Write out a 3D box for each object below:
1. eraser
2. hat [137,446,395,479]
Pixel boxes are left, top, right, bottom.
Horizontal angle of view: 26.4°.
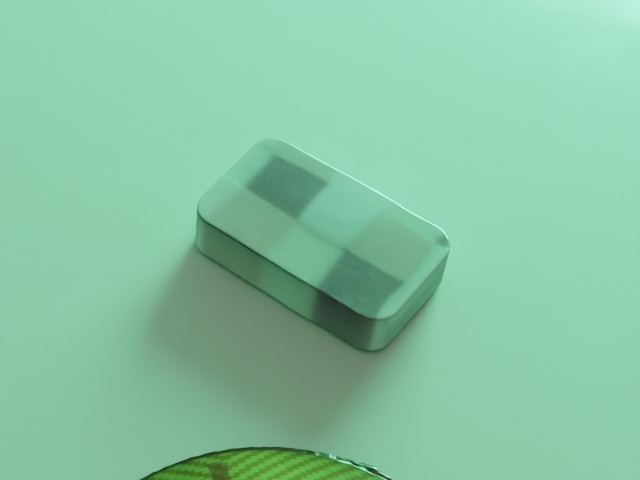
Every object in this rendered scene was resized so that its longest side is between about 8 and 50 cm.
[{"bbox_3d":[0.000,0.000,0.612,0.105,0.026,0.065,32,53,18],"label":"eraser"},{"bbox_3d":[-0.016,0.139,0.469,0.193,0.082,0.193,3,53,-3],"label":"hat"}]
